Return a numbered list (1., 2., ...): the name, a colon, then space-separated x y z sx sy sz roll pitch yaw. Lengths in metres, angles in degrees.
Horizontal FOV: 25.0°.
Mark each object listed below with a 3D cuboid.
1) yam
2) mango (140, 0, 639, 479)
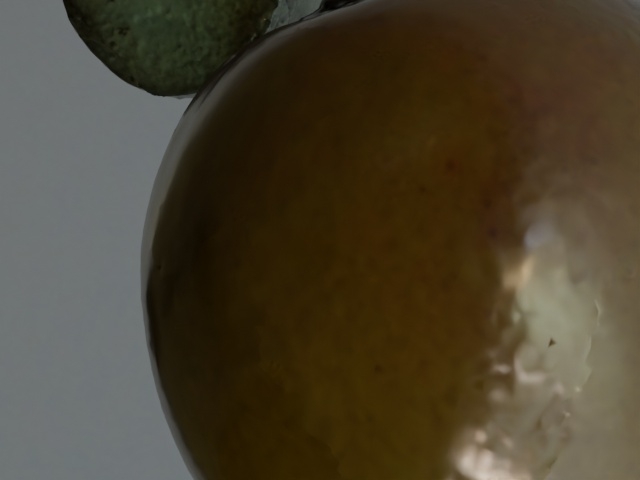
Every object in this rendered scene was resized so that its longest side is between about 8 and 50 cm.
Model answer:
1. yam: -0.059 -0.177 1.011 0.161 0.268 0.161 2 -83 18
2. mango: 0.119 0.059 0.658 0.232 0.446 0.300 6 -118 60
